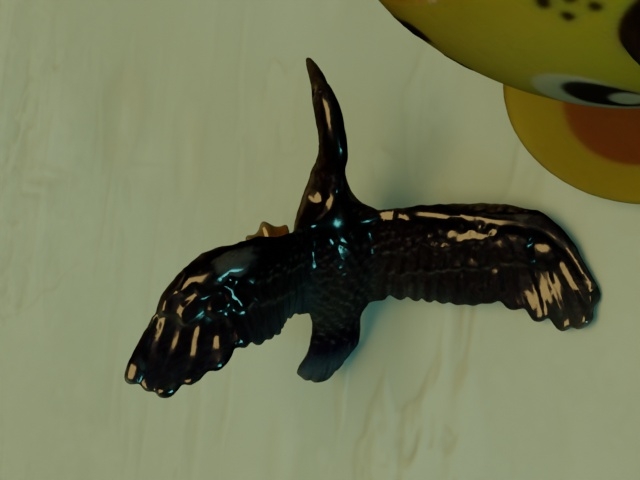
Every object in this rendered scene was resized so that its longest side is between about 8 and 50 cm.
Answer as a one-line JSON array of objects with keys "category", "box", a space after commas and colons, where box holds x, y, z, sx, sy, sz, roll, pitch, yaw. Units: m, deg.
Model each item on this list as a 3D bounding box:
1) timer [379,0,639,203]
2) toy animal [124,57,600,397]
[{"category": "timer", "box": [0.178, -0.199, 0.886, 0.376, 0.376, 0.387, -26, 115, 36]}, {"category": "toy animal", "box": [-0.005, -0.003, 1.119, 0.160, 0.272, 0.197, 139, 118, -71]}]
